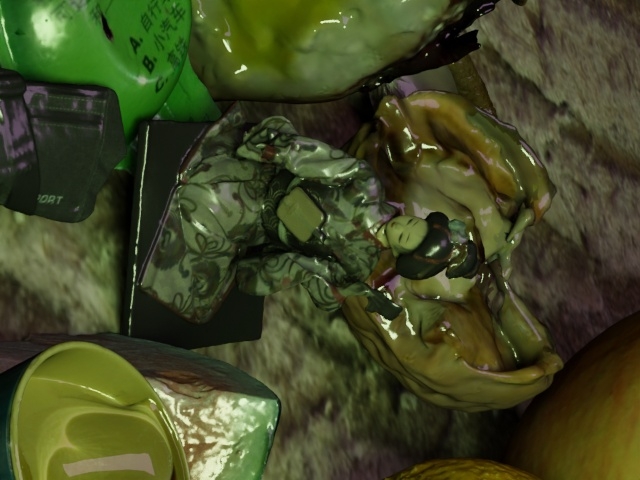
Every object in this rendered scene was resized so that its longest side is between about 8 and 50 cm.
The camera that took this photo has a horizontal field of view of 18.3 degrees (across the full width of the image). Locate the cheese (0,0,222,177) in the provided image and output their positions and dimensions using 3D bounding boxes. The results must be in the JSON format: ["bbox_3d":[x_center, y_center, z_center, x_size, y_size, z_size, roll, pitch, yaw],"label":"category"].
[{"bbox_3d":[-0.127,-0.113,1.291,0.320,0.083,0.204,61,40,-36],"label":"cheese"}]

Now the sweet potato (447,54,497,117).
[{"bbox_3d":[0.125,-0.132,1.739,0.041,0.038,0.153,-42,116,-33],"label":"sweet potato"}]

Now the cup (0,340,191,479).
[{"bbox_3d":[-0.163,0.154,1.003,0.131,0.155,0.176,32,48,-44],"label":"cup"}]

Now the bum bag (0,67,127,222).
[{"bbox_3d":[-0.198,-0.059,1.156,0.197,0.049,0.087,5,92,-42],"label":"bum bag"}]

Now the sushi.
[{"bbox_3d":[0.031,-0.267,1.433,0.294,0.299,0.281,-52,130,-57],"label":"sushi"}]

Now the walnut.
[{"bbox_3d":[0.075,0.010,1.477,0.204,0.141,0.238,28,49,-30],"label":"walnut"}]

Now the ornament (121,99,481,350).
[{"bbox_3d":[0.000,0.000,1.262,0.153,0.196,0.166,-6,102,-59],"label":"ornament"}]

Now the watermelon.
[{"bbox_3d":[-0.143,0.135,1.156,0.202,0.136,0.207,25,71,1],"label":"watermelon"}]

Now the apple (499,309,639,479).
[{"bbox_3d":[0.308,0.234,1.473,0.346,0.391,0.391,-19,87,-48],"label":"apple"}]

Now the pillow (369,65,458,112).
[{"bbox_3d":[0.096,-0.065,1.634,0.119,0.053,0.208,-17,88,-57],"label":"pillow"}]

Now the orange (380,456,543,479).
[{"bbox_3d":[0.099,0.257,1.283,0.236,0.236,0.236,35,44,-42],"label":"orange"}]
